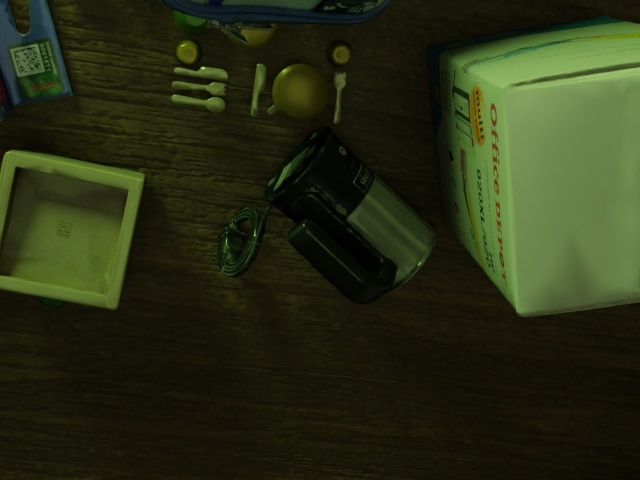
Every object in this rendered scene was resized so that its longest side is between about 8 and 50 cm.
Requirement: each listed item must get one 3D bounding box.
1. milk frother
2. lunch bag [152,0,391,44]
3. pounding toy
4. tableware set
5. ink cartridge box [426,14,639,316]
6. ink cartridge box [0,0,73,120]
[{"bbox_3d":[0.000,0.000,0.806,0.135,0.129,0.143,42,143,-17],"label":"milk frother"},{"bbox_3d":[-0.035,-0.290,0.632,0.243,0.115,0.303,-6,114,-40],"label":"lunch bag"},{"bbox_3d":[-0.226,0.000,0.781,0.130,0.100,0.141,12,96,-10],"label":"pounding toy"},{"bbox_3d":[-0.049,-0.157,0.778,0.154,0.024,0.104,6,104,-7],"label":"tableware set"},{"bbox_3d":[0.194,-0.069,0.720,0.168,0.232,0.171,-9,109,-3],"label":"ink cartridge box"},{"bbox_3d":[-0.372,-0.166,0.720,0.311,0.065,0.185,-12,110,-4],"label":"ink cartridge box"}]
